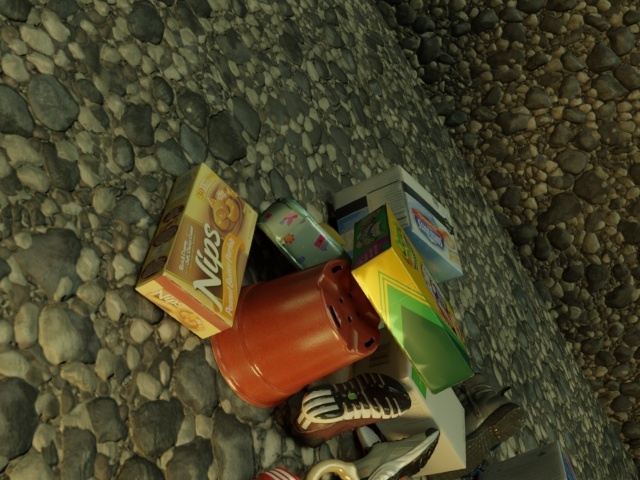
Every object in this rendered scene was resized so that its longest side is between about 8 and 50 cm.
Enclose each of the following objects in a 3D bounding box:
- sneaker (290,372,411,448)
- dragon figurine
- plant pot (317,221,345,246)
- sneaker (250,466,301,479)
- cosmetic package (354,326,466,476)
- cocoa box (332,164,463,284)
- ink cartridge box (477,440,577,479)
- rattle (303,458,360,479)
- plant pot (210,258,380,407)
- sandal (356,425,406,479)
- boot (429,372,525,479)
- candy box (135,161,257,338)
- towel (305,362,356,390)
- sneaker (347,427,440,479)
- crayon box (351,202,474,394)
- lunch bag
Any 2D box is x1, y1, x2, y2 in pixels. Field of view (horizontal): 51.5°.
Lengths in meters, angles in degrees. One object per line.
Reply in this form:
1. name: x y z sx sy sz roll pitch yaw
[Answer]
1. sneaker: 0.054 0.377 1.445 0.281 0.163 0.107 5 44 -34
2. dragon figurine: 0.505 0.576 1.981 0.144 0.289 0.085 44 -2 20
3. plant pot: 0.000 0.000 1.737 0.083 0.081 0.081 58 29 9
4. sneaker: -0.053 0.526 1.223 0.128 0.087 0.221 -18 85 -39
5. cosmetic package: 0.231 0.405 1.673 0.366 0.155 0.197 56 27 -30
6. cocoa box: 0.229 -0.013 1.931 0.347 0.231 0.228 34 40 -48
7. ink cartridge box: 0.573 0.720 1.828 0.151 0.269 0.395 66 15 8
8. rattle: -0.021 0.526 1.367 0.199 0.142 0.130 -9 81 -22
9. plant pot: -0.037 0.177 1.360 0.272 0.265 0.273 36 41 -39
10. sandal: 0.143 0.563 1.559 0.102 0.076 0.265 26 26 -52
11. boot: 0.392 0.529 1.893 0.222 0.338 0.118 34 -35 57
12. candy box: -0.238 0.014 1.340 0.183 0.087 0.317 44 37 -32
13. towel: 0.034 0.274 1.618 0.187 0.049 0.282 41 38 -32
14. sneaker: 0.168 0.484 1.496 0.271 0.100 0.108 -18 45 -36
15. crayon box: 0.192 0.110 1.449 0.313 0.106 0.363 57 12 -12
16. lunch bag: -0.030 0.015 1.541 0.279 0.108 0.224 47 -3 -11
